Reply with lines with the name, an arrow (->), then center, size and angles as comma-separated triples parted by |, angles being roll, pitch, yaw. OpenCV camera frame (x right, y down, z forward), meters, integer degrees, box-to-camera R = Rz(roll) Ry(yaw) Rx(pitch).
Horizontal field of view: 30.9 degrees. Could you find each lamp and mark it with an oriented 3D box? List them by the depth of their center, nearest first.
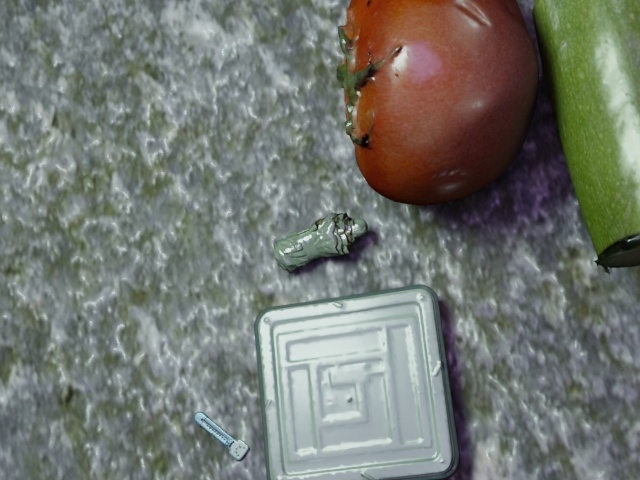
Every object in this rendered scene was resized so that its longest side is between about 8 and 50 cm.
lamp -> 0.048, 0.209, 1.607 | 0.267, 0.047, 0.269 | -9, 73, 10

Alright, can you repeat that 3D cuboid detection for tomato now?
tomato -> 0.163, -0.221, 1.563 | 0.273, 0.341, 0.341 | -4, 74, -4

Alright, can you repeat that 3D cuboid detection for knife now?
knife -> -0.144, 0.275, 1.646 | 0.096, 0.010, 0.027 | 36, 84, 18

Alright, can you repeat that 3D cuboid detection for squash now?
squash -> 0.440, -0.165, 1.522 | 0.263, 0.263, 0.384 | -13, 73, 8

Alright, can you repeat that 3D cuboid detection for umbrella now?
umbrella -> 0.000, 0.000, 1.669 | 0.143, 0.062, 0.067 | -18, 53, 11
